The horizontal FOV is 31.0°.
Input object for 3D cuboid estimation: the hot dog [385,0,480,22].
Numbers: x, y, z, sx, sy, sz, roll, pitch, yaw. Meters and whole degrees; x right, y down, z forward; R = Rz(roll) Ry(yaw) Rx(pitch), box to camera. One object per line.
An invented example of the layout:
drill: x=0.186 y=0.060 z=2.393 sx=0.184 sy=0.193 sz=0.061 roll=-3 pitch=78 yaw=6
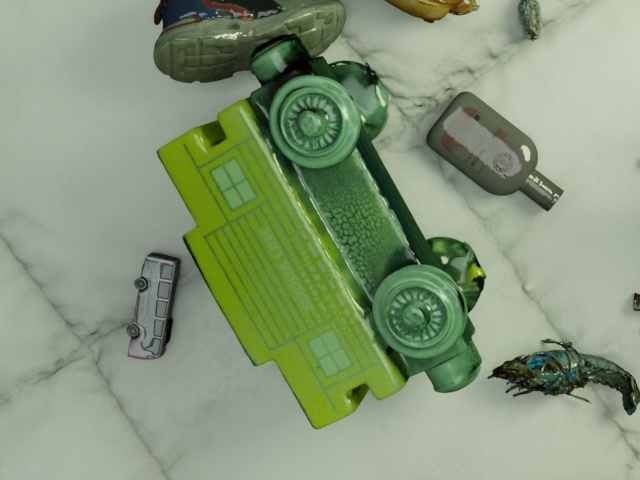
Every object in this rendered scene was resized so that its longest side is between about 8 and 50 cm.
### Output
hot dog: x=0.067 y=-0.317 z=1.299 sx=0.249 sy=0.102 sz=0.076 roll=32 pitch=142 yaw=5

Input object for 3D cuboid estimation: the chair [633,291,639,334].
chair: x=0.508 y=0.021 z=1.232 sx=0.326 sy=0.175 sz=0.183 roll=4 pitch=106 yaw=11

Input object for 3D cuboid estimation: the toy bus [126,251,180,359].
toy bus: x=-0.204 y=0.081 z=1.413 sx=0.052 sy=0.037 sz=0.131 roll=11 pitch=97 yaw=2

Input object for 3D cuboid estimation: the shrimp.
shrimp: x=0.285 y=0.159 z=1.348 sx=0.174 sy=0.076 sz=0.082 roll=11 pitch=139 yaw=2

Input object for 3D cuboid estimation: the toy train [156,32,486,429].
toy train: x=0.000 y=0.000 z=1.308 sx=0.272 sy=0.179 sz=0.442 roll=-28 pitch=94 yaw=19

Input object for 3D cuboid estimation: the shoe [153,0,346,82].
shoe: x=-0.089 y=-0.260 z=1.328 sx=0.227 sy=0.099 sz=0.126 roll=-12 pitch=61 yaw=-13

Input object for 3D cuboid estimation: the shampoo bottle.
shampoo bottle: x=0.205 y=-0.095 z=1.328 sx=0.165 sy=0.040 sz=0.080 roll=39 pitch=99 yaw=3

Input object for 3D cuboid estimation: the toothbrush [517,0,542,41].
toothbrush: x=0.212 y=-0.370 z=1.302 sx=0.026 sy=0.028 sz=0.294 roll=-12 pitch=90 yaw=8
